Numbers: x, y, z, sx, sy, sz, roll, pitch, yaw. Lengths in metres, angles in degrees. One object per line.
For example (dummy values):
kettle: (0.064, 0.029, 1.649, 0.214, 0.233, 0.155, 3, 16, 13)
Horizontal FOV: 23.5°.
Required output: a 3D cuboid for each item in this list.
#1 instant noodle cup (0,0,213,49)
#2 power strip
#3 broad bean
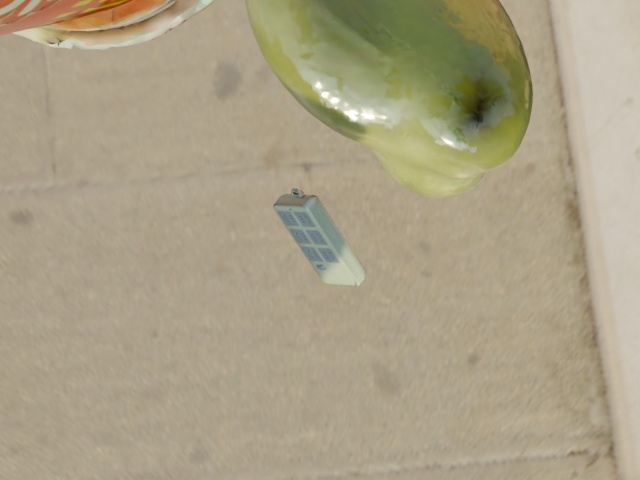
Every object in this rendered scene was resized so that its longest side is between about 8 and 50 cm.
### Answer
instant noodle cup: (-0.140, -0.099, 0.320, 0.193, 0.193, 0.212, 43, 43, 13)
power strip: (0.000, 0.000, 1.131, 0.040, 0.090, 0.016, 4, 46, 48)
broad bean: (0.058, -0.158, 1.206, 0.263, 0.121, 0.189, 44, 67, -11)
